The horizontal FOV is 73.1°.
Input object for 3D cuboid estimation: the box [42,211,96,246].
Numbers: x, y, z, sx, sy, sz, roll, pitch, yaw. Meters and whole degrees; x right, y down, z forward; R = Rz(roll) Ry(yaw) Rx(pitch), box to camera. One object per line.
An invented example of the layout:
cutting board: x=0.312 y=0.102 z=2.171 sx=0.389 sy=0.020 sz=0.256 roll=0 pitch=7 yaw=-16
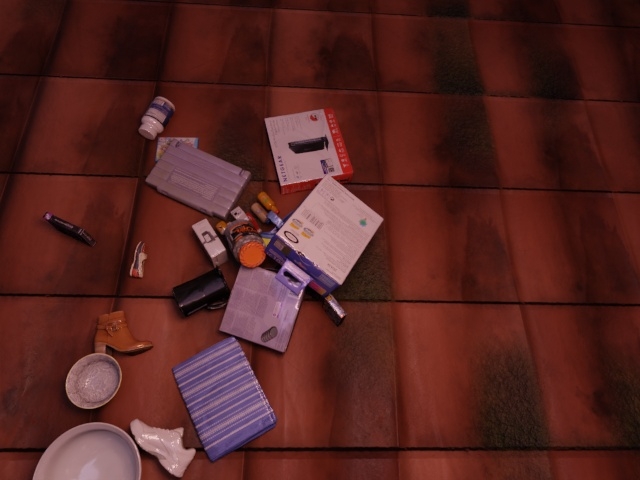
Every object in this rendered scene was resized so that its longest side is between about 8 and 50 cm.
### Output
box: x=-0.918 y=-0.039 z=1.586 sx=0.162 sy=0.116 sz=0.029 roll=26 pitch=67 yaw=6

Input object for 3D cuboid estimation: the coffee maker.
coffee maker: x=-0.417 y=0.170 z=1.502 sx=0.178 sy=0.171 sz=0.120 roll=-26 pitch=44 yaw=-16

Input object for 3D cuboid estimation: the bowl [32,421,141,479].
bowl: x=-0.668 y=0.700 z=1.283 sx=0.298 sy=0.134 sz=0.297 roll=2 pitch=67 yaw=-4

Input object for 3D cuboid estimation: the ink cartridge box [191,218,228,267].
ink cartridge box: x=-0.407 y=0.012 z=1.601 sx=0.063 sy=0.109 sz=0.150 roll=-30 pitch=72 yaw=-18

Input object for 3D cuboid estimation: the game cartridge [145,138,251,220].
game cartridge: x=-0.485 y=-0.241 z=1.723 sx=0.355 sy=0.068 sz=0.230 roll=25 pitch=75 yaw=5

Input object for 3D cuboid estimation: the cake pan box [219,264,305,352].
cake pan box: x=-0.195 y=0.226 z=1.511 sx=0.246 sy=0.070 sz=0.266 roll=16 pitch=81 yaw=5

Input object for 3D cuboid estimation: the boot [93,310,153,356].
boot: x=-0.675 y=0.316 z=1.479 sx=0.197 sy=0.073 sz=0.152 roll=-5 pitch=64 yaw=-9

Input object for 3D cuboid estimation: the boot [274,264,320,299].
boot: x=-0.038 y=0.072 z=1.608 sx=0.207 sy=0.094 sz=0.246 roll=31 pitch=75 yaw=5

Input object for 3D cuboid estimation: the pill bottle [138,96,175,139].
pill bottle: x=-0.689 y=-0.510 z=1.810 sx=0.094 sy=0.094 sz=0.169 roll=20 pitch=68 yaw=4

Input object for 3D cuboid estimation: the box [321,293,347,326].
box: x=0.047 y=0.246 z=1.518 sx=0.027 sy=0.137 sz=0.094 roll=-35 pitch=73 yaw=-17

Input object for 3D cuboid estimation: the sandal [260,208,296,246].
sandal: x=-0.080 y=-0.055 z=1.611 sx=0.317 sy=0.126 sz=0.138 roll=-9 pitch=103 yaw=-19

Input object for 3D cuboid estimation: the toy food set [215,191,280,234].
toy food set: x=-0.271 y=-0.071 z=1.643 sx=0.232 sy=0.111 sz=0.104 roll=-38 pitch=74 yaw=-20

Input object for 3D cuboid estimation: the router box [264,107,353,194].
router box: x=-0.053 y=-0.375 z=1.801 sx=0.301 sy=0.082 sz=0.335 roll=-12 pitch=69 yaw=-9

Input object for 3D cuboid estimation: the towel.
towel: x=-0.321 y=0.518 z=1.441 sx=0.243 sy=0.040 sz=0.336 roll=-27 pitch=70 yaw=-12

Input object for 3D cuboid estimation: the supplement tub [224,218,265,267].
supplement tub: x=-0.263 y=0.011 z=1.522 sx=0.117 sy=0.117 sz=0.190 roll=-25 pitch=34 yaw=-13

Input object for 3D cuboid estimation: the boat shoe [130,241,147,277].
boat shoe: x=-0.664 y=0.071 z=1.593 sx=0.043 sy=0.049 sz=0.137 roll=8 pitch=69 yaw=-4

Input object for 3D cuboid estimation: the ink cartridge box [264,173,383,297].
ink cartridge box: x=0.000 y=0.000 z=1.471 sx=0.270 sy=0.151 sz=0.395 roll=38 pitch=55 yaw=-2

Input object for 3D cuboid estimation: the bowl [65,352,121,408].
bowl: x=-0.724 y=0.460 z=1.409 sx=0.170 sy=0.080 sz=0.170 roll=1 pitch=67 yaw=-3

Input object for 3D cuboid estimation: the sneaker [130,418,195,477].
sneaker: x=-0.491 y=0.627 z=1.360 sx=0.232 sy=0.090 sz=0.115 roll=39 pitch=63 yaw=3

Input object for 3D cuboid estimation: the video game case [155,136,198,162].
video game case: x=-0.598 y=-0.378 z=1.803 sx=0.166 sy=0.015 sz=0.119 roll=0 pitch=67 yaw=-4
